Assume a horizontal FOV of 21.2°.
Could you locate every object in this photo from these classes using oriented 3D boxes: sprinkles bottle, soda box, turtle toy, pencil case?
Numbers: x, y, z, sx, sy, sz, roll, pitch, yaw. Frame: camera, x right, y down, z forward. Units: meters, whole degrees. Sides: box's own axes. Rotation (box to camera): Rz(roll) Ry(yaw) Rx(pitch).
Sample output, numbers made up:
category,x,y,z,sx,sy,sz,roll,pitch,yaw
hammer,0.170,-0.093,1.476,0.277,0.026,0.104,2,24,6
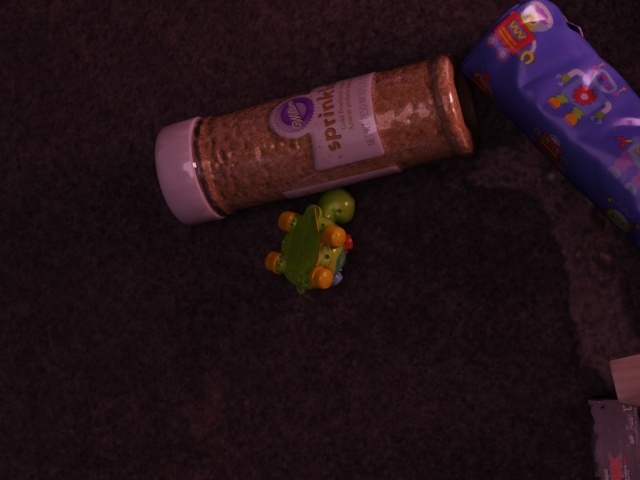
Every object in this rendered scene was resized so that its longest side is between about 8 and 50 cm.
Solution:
category,x,y,z,sx,sy,sz,roll,pitch,yaw
sprinkles bottle,-0.005,-0.113,1.932,0.355,0.121,0.121,-13,84,16
soda box,0.326,0.252,1.857,0.060,0.053,0.169,-4,87,18
turtle toy,0.000,0.000,1.956,0.095,0.066,0.130,19,92,40
pencil case,0.291,-0.130,1.847,0.133,0.119,0.306,-38,76,-16

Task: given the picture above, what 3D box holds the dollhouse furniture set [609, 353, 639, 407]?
category,x,y,z,sx,sy,sz,roll,pitch,yaw
dollhouse furniture set,0.459,0.238,1.726,0.286,0.198,0.303,-15,85,23
